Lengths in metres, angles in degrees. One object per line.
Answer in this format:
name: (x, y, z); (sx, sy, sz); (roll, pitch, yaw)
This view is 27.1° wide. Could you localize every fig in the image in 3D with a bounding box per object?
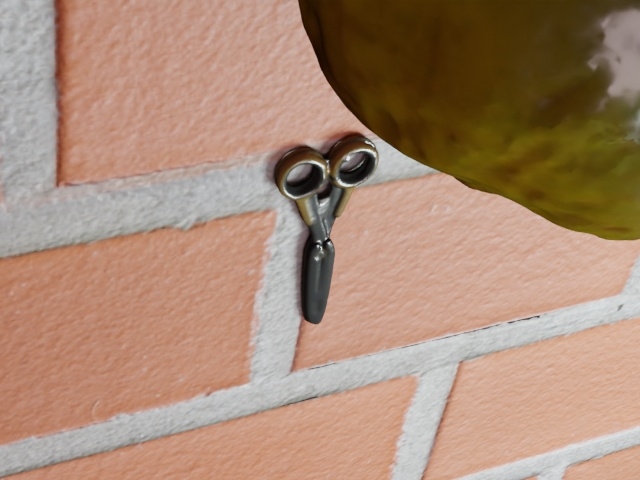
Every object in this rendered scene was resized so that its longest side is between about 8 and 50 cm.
fig: (0.161, -0.185, 0.780); (0.343, 0.343, 0.343); (-17, 141, -15)

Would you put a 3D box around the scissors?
scissors: (0.000, 0.000, 1.123); (0.088, 0.017, 0.220); (-15, 141, -18)
